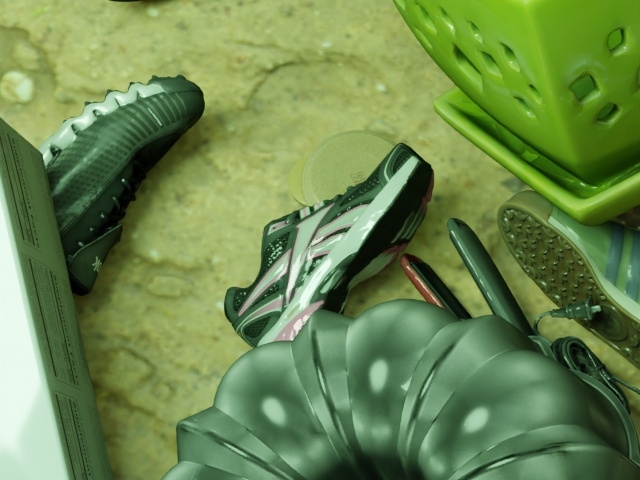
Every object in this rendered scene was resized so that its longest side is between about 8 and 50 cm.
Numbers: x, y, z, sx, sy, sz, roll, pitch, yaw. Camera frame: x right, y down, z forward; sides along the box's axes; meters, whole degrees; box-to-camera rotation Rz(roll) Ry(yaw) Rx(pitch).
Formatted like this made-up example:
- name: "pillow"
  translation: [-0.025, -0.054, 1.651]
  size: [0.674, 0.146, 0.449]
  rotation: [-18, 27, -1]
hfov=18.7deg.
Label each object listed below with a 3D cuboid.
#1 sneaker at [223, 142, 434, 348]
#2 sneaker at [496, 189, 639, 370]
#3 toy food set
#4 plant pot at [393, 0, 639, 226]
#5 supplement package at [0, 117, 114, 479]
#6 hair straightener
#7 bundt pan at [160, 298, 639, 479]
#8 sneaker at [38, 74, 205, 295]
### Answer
- name: "sneaker"
  translation: [0.000, 0.000, 1.294]
  size: [0.077, 0.072, 0.178]
  rotation: [37, 82, 22]
- name: "sneaker"
  translation: [0.215, 0.023, 1.311]
  size: [0.086, 0.064, 0.192]
  rotation: [-36, 68, -30]
- name: "toy food set"
  translation: [0.026, -0.038, 1.348]
  size: [0.083, 0.020, 0.082]
  rotation: [-36, 72, -16]
- name: "plant pot"
  translation: [0.186, -0.154, 1.278]
  size: [0.227, 0.207, 0.228]
  rotation: [-28, 35, -14]
- name: "supplement package"
  translation: [-0.254, 0.078, 1.176]
  size: [0.204, 0.145, 0.262]
  rotation: [-15, 78, 4]
- name: "hair straightener"
  translation: [0.151, 0.075, 1.272]
  size: [0.089, 0.047, 0.230]
  rotation: [-41, 71, 15]
- name: "bundt pan"
  translation: [0.036, 0.176, 1.141]
  size: [0.331, 0.124, 0.330]
  rotation: [-9, 62, 18]
- name: "sneaker"
  translation: [-0.164, -0.019, 1.305]
  size: [0.234, 0.078, 0.106]
  rotation: [-33, 74, -11]
